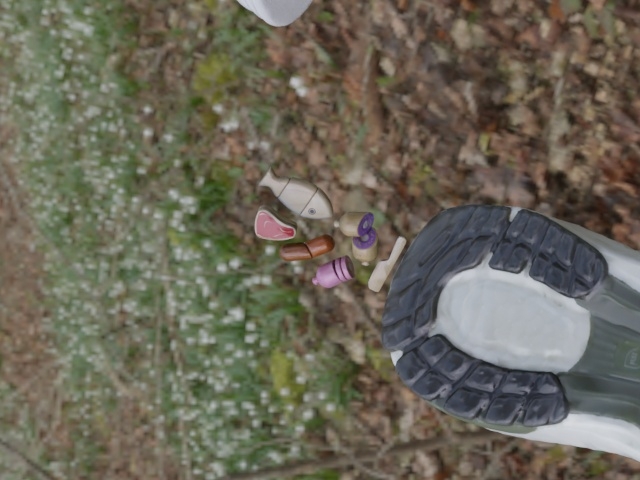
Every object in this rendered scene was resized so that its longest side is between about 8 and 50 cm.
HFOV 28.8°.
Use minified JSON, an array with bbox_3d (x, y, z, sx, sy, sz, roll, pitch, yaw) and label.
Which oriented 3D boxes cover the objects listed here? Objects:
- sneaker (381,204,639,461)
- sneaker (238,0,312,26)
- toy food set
[{"bbox_3d":[0.242,0.087,0.715,0.410,0.182,0.158,25,94,37],"label":"sneaker"},{"bbox_3d":[-0.071,-0.242,0.842,0.094,0.080,0.212,31,151,35],"label":"sneaker"},{"bbox_3d":[0.000,0.000,0.963,0.019,0.122,0.078,-76,11,-58],"label":"toy food set"}]
